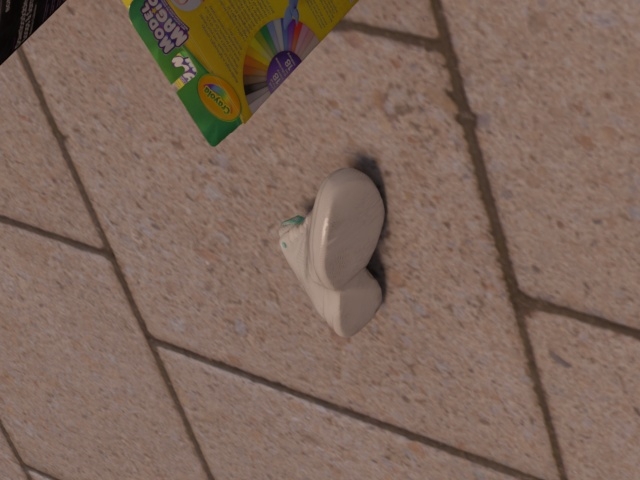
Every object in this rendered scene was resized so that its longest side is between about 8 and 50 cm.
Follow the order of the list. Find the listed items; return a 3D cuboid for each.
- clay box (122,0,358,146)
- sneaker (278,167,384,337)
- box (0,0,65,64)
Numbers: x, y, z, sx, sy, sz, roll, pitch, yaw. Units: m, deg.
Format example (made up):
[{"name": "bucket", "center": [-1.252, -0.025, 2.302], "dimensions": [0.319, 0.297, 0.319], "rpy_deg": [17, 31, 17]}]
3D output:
[{"name": "clay box", "center": [-0.054, -0.180, 1.396], "dimensions": [0.053, 0.222, 0.127], "rpy_deg": [1, 131, 48]}, {"name": "sneaker", "center": [0.000, 0.000, 1.723], "dimensions": [0.094, 0.080, 0.212], "rpy_deg": [40, 153, 26]}, {"name": "box", "center": [-0.224, -0.221, 1.592], "dimensions": [0.029, 0.162, 0.116], "rpy_deg": [36, 150, 8]}]
